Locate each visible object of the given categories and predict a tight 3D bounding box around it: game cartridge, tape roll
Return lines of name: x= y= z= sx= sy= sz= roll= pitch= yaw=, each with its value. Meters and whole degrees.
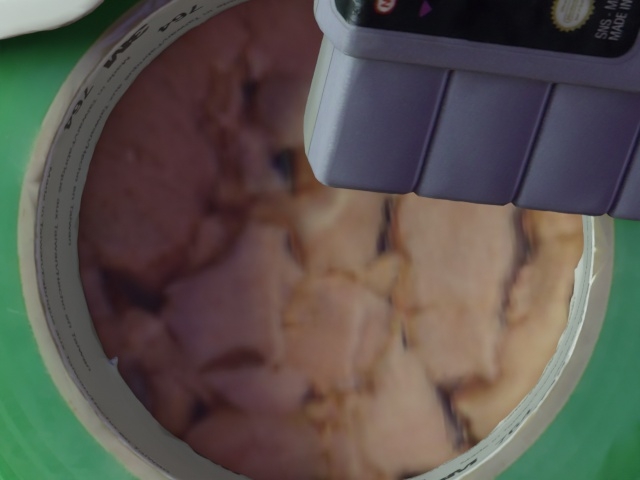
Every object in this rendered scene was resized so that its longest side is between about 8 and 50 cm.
game cartridge: x=0.134 y=-0.159 z=0.535 sx=0.230 sy=0.068 sz=0.355 roll=3 pitch=125 yaw=-16
tape roll: x=0.000 y=0.000 z=0.717 sx=0.321 sy=0.077 sz=0.321 roll=0 pitch=90 yaw=4

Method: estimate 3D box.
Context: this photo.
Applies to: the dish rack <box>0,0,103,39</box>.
dish rack: x=-0.179 y=-0.238 z=0.677 sx=0.286 sy=0.072 sz=0.332 roll=-5 pitch=98 yaw=36
